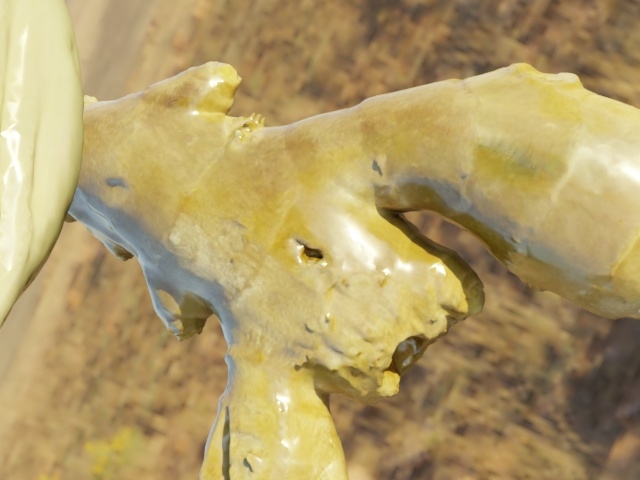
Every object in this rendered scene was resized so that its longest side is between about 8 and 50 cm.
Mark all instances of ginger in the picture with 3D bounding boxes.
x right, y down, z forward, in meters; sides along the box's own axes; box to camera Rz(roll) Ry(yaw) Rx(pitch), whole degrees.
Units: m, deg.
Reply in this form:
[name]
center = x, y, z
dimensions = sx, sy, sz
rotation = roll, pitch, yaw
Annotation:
[ginger]
center = 0.002, -0.010, 1.039
dimensions = 0.363, 0.348, 0.122
rotation = -46, -18, 22

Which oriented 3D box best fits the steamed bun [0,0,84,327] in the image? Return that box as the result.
[steamed bun]
center = -0.274, -0.070, 0.665
dimensions = 0.247, 0.352, 0.339
rotation = -27, 76, 42
